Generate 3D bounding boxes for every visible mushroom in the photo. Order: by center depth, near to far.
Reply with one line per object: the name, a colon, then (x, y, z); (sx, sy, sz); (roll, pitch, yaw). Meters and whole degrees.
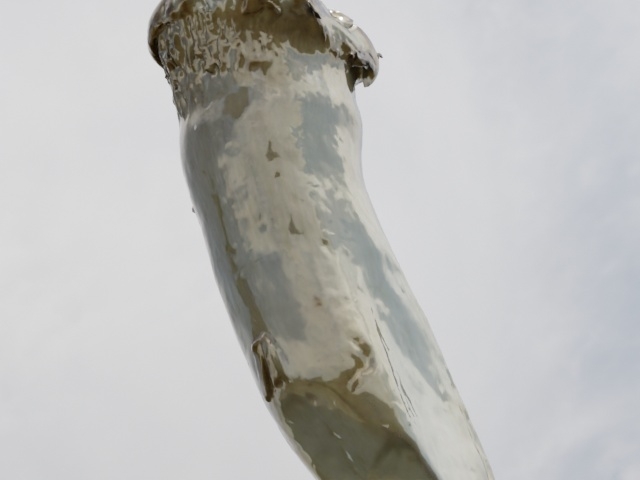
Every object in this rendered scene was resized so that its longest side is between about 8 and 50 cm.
mushroom: (0.000, 0.000, 0.387); (0.071, 0.209, 0.084); (-34, -33, 26)
